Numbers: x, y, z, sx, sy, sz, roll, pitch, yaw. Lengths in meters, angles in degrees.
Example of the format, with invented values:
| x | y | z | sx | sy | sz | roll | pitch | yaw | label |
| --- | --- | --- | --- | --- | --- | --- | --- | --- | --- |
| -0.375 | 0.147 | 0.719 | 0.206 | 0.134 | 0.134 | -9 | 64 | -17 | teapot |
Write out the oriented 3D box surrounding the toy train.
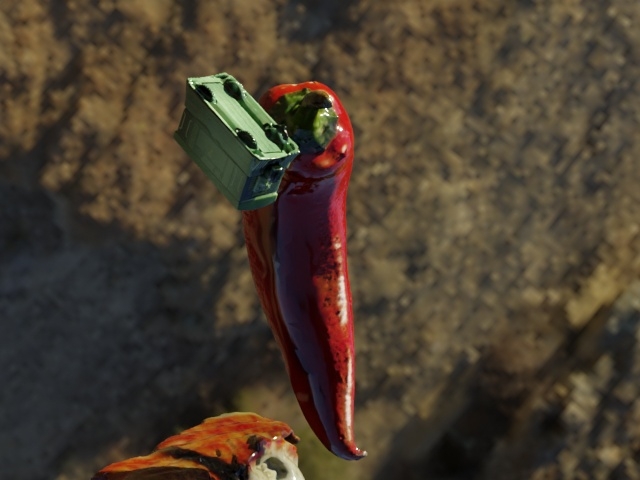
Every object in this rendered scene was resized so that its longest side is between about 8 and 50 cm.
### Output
| x | y | z | sx | sy | sz | roll | pitch | yaw | label |
| --- | --- | --- | --- | --- | --- | --- | --- | --- | --- |
| -0.056 | -0.063 | 1.218 | 0.038 | 0.093 | 0.056 | -14 | 139 | -39 | toy train |

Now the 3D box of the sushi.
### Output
| x | y | z | sx | sy | sz | roll | pitch | yaw | label |
| --- | --- | --- | --- | --- | --- | --- | --- | --- | --- |
| -0.105 | 0.236 | 1.609 | 0.332 | 0.124 | 0.130 | -20 | 109 | -58 | sushi |

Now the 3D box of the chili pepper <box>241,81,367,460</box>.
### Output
| x | y | z | sx | sy | sz | roll | pitch | yaw | label |
| --- | --- | --- | --- | --- | --- | --- | --- | --- | --- |
| -0.003 | 0.000 | 1.488 | 0.092 | 0.137 | 0.368 | -25 | 134 | -18 | chili pepper |
